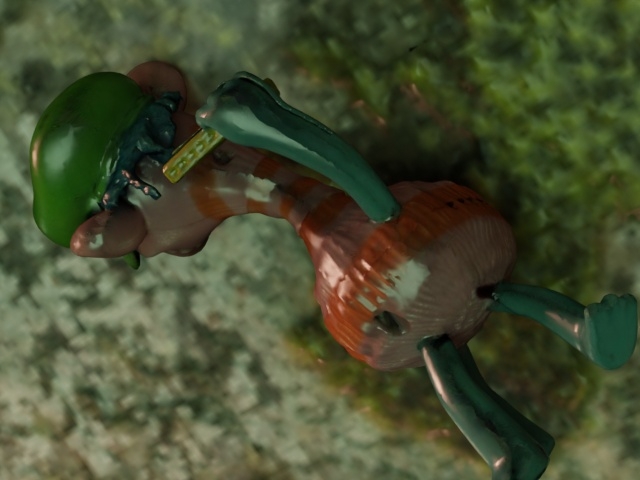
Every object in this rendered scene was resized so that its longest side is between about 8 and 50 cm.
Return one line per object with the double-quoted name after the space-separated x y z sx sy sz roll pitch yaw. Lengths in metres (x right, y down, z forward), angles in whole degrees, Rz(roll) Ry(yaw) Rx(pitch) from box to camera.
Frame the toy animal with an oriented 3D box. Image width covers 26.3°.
0.000 0.000 0.451 0.208 0.100 0.103 33 153 18 "toy animal"
